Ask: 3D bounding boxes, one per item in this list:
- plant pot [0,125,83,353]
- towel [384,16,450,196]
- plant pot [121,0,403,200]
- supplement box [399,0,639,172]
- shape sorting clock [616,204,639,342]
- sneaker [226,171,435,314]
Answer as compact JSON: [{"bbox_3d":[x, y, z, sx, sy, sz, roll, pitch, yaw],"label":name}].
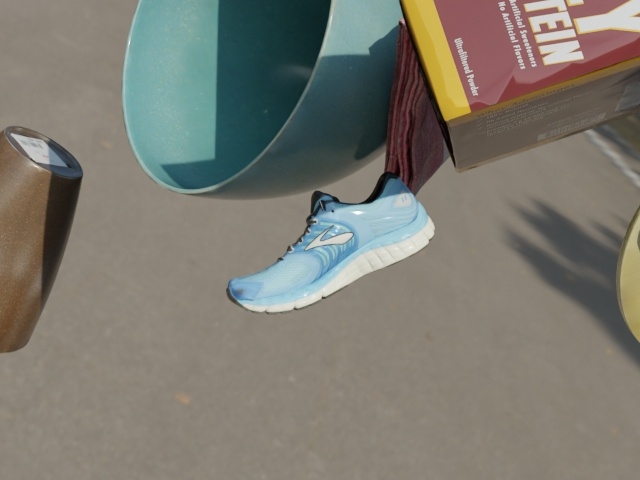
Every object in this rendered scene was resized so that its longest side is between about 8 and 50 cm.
[{"bbox_3d":[-0.396,-0.018,1.540,0.215,0.230,0.215,32,16,-11],"label":"plant pot"},{"bbox_3d":[0.177,-0.193,1.117,0.037,0.329,0.237,38,-26,21],"label":"towel"},{"bbox_3d":[-0.018,-0.162,1.145,0.195,0.290,0.290,16,19,-41],"label":"plant pot"},{"bbox_3d":[0.154,-0.147,0.821,0.194,0.191,0.129,38,34,-80],"label":"supplement box"},{"bbox_3d":[0.297,0.004,0.851,0.206,0.206,0.040,23,19,-22],"label":"shape sorting clock"},{"bbox_3d":[0.000,0.000,0.936,0.073,0.162,0.063,65,-9,-10],"label":"sneaker"}]
